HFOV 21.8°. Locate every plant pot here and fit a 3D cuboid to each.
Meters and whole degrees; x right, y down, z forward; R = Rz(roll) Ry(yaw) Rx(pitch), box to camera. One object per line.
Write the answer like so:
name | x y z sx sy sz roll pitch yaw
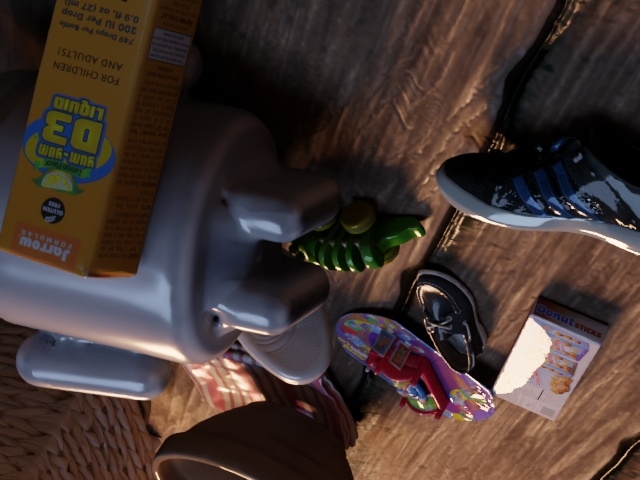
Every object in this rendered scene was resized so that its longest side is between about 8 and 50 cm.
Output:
plant pot | -0.049 0.244 1.734 0.237 0.110 0.237 22 153 12

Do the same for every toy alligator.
toy alligator | 0.000 0.000 1.378 0.189 0.051 0.056 4 146 36

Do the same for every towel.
towel | -0.063 0.155 1.739 0.197 0.029 0.144 11 149 26

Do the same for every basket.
basket | -0.375 0.267 1.807 0.328 0.266 0.331 8 138 22

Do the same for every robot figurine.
robot figurine | -0.167 -0.020 1.286 0.353 0.300 0.200 12 -170 16

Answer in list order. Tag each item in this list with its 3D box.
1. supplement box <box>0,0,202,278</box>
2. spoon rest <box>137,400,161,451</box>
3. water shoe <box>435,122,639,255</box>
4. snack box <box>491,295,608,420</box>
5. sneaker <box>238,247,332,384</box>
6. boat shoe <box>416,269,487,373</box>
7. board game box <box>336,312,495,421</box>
supplement box | -0.147 -0.093 1.135 0.078 0.233 0.080 15 -173 18
spoon rest | -0.246 0.203 1.922 0.137 0.084 0.276 17 153 16
water shoe | 0.177 -0.049 1.145 0.203 0.073 0.080 13 124 24
snack box | 0.195 0.105 1.434 0.064 0.022 0.178 24 154 6
sneaker | -0.052 0.043 1.414 0.217 0.079 0.121 52 175 22
boat shoe | 0.109 0.070 1.427 0.046 0.038 0.125 10 150 28
board game box | 0.080 0.132 1.546 0.168 0.033 0.133 37 156 -9
